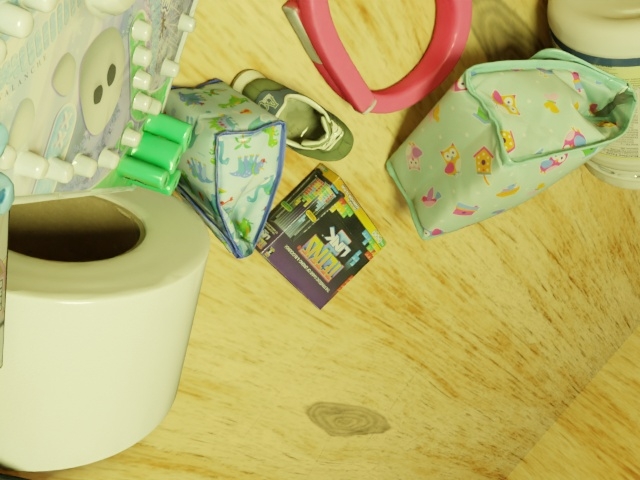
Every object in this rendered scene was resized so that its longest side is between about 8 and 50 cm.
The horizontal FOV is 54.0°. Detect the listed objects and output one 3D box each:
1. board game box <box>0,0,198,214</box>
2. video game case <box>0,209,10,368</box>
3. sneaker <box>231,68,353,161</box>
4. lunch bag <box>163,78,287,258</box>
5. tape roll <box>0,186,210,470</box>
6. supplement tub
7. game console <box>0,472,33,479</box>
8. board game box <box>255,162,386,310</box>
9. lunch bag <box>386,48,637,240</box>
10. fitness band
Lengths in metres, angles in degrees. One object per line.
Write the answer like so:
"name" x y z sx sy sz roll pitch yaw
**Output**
"board game box" -0.096 -0.202 0.377 0.050 0.390 0.389 19 97 -1
"video game case" -0.209 0.009 0.266 0.035 0.248 0.274 14 113 -1
"sneaker" -0.013 -0.125 0.722 0.192 0.086 0.064 23 104 -47
"lunch bag" -0.108 -0.073 0.652 0.096 0.129 0.151 -19 132 -31
"tape roll" -0.234 0.053 0.557 0.246 0.246 0.169 -4 122 -37
"supplement tub" 0.472 -0.250 0.919 0.235 0.235 0.325 -42 138 -6
"game console" -0.345 0.236 0.570 0.386 0.342 0.060 46 47 -48
"board game box" 0.000 0.000 0.856 0.141 0.048 0.170 -46 138 -4
"lunch bag" 0.257 -0.130 0.837 0.262 0.160 0.223 -17 164 -26
"fitness band" 0.076 -0.269 0.715 0.209 0.054 0.291 -45 139 -3
